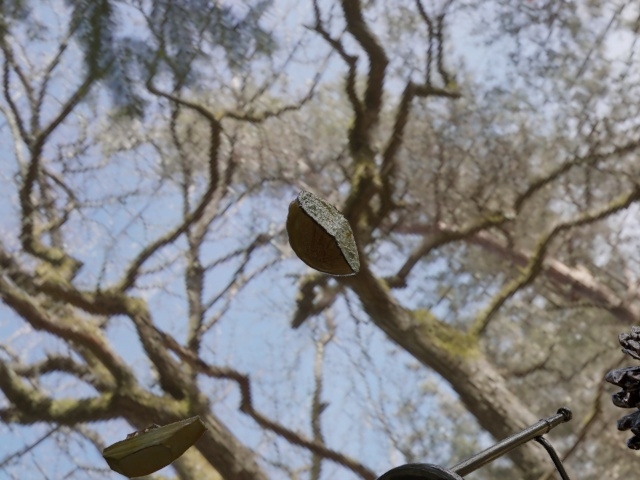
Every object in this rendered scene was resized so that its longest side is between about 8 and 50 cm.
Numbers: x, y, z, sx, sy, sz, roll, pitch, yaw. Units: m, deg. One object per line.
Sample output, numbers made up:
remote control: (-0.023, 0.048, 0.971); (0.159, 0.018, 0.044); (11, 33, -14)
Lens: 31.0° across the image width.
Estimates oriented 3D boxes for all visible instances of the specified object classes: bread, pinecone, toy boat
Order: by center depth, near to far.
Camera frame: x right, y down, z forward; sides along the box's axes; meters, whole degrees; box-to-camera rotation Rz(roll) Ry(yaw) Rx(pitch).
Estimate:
pinecone: (0.469, 0.207, 1.506); (0.208, 0.208, 0.207); (-25, -46, -29)
toy boat: (-0.253, 0.311, 1.753); (0.172, 0.066, 0.065); (-22, -60, 18)
bread: (0.000, 0.000, 1.863); (0.157, 0.083, 0.094); (38, -63, -9)

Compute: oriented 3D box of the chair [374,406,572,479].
chair: (0.270, 0.527, 1.983); (0.365, 0.361, 0.410); (-38, -28, 29)
